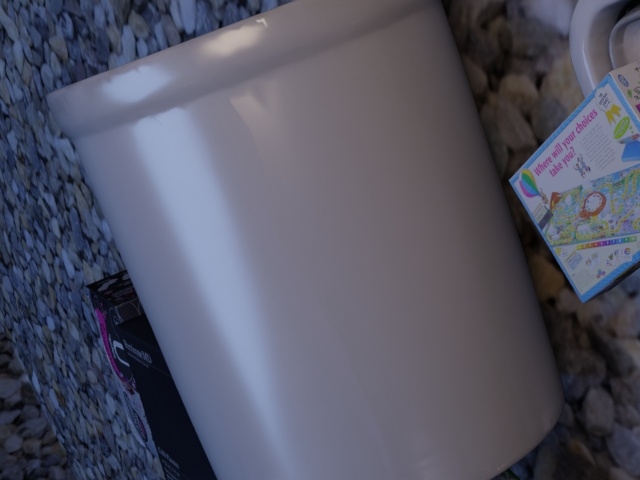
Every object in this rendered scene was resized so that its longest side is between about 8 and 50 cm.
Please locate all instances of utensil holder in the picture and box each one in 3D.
[{"bbox_3d":[0.000,0.000,1.041,0.328,0.328,0.385,2,115,63],"label":"utensil holder"}]

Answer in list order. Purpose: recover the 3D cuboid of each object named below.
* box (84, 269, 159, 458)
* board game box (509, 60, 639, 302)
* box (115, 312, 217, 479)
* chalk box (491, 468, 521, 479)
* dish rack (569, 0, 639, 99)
[{"bbox_3d":[-0.201,0.159,1.739,0.142,0.163,0.247,17,126,60],"label":"box"},{"bbox_3d":[0.189,-0.033,0.822,0.103,0.026,0.154,61,155,13],"label":"board game box"},{"bbox_3d":[-0.070,0.242,1.535,0.343,0.179,0.312,17,127,58],"label":"box"},{"bbox_3d":[0.107,0.305,1.039,0.289,0.179,0.180,42,136,52],"label":"chalk box"},{"bbox_3d":[0.295,-0.055,0.702,0.333,0.072,0.285,-16,97,65],"label":"dish rack"}]
